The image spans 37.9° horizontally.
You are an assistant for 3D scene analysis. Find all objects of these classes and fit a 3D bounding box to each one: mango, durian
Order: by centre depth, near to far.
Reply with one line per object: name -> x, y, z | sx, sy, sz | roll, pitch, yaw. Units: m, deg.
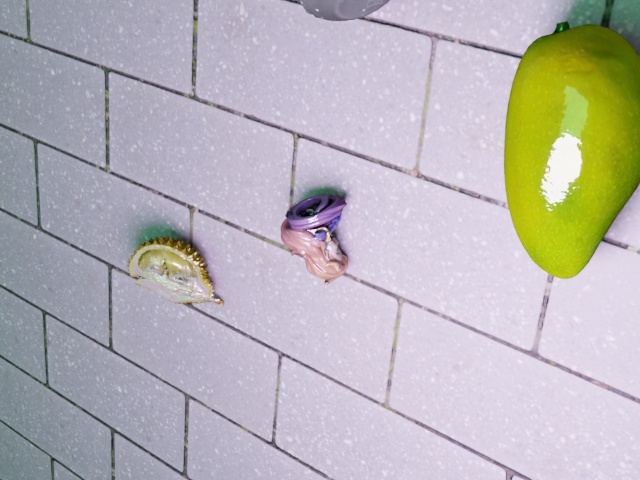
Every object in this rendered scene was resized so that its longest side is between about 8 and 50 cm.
mango -> 0.332, -0.108, 1.220 | 0.192, 0.156, 0.343 | 25, 125, 41
durian -> -0.270, 0.060, 1.842 | 0.208, 0.102, 0.146 | 34, 132, -3

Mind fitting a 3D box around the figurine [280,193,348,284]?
figurine -> -0.010, -0.001, 1.579 | 0.126, 0.114, 0.157 | -126, 30, -60

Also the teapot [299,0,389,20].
teapot -> 0.017, -0.453, 1.350 | 0.183, 0.183, 0.251 | -39, 69, 42
